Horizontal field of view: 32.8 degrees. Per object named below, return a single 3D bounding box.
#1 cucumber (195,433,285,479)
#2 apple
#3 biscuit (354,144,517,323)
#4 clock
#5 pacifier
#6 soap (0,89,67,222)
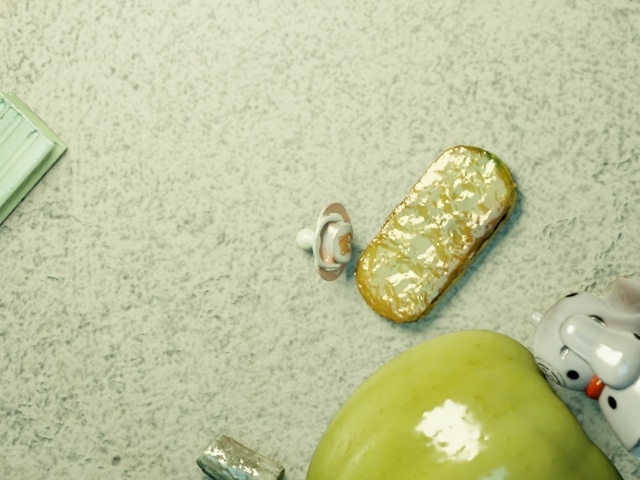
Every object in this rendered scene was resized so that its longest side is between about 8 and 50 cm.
[{"bbox_3d":[-0.104,0.295,1.396,0.112,0.064,0.064,28,96,9],"label":"cucumber"},{"bbox_3d":[0.174,0.325,1.339,0.360,0.311,0.320,-37,42,7],"label":"apple"},{"bbox_3d":[0.143,-0.007,1.358,0.118,0.029,0.247,40,98,12],"label":"biscuit"},{"bbox_3d":[0.363,0.151,1.275,0.254,0.189,0.189,39,98,21],"label":"clock"},{"bbox_3d":[0.000,0.000,1.364,0.078,0.081,0.099,7,94,37],"label":"pacifier"},{"bbox_3d":[-0.440,-0.090,1.427,0.114,0.063,0.198,45,98,6],"label":"soap"}]
